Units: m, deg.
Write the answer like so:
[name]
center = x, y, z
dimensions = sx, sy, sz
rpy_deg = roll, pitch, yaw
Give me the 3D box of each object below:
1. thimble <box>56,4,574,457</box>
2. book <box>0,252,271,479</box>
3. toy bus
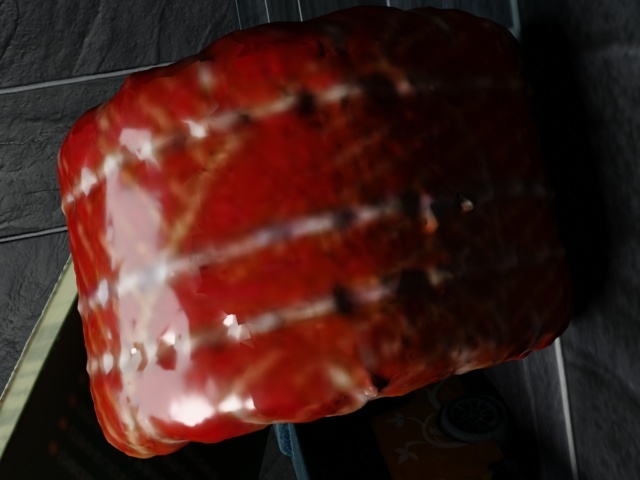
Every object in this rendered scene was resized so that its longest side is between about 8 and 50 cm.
[thimble]
center = 0.000, 0.000, 0.666
dimensions = 0.350, 0.350, 0.230
rpy_deg = 133, 123, -79
[book]
center = -0.130, 0.143, 0.749
dimensions = 0.260, 0.043, 0.371
rpy_deg = 56, -149, -33
[toy bus]
center = 0.058, 0.184, 0.946
dimensions = 0.323, 0.194, 0.161
rpy_deg = -116, 16, -58
